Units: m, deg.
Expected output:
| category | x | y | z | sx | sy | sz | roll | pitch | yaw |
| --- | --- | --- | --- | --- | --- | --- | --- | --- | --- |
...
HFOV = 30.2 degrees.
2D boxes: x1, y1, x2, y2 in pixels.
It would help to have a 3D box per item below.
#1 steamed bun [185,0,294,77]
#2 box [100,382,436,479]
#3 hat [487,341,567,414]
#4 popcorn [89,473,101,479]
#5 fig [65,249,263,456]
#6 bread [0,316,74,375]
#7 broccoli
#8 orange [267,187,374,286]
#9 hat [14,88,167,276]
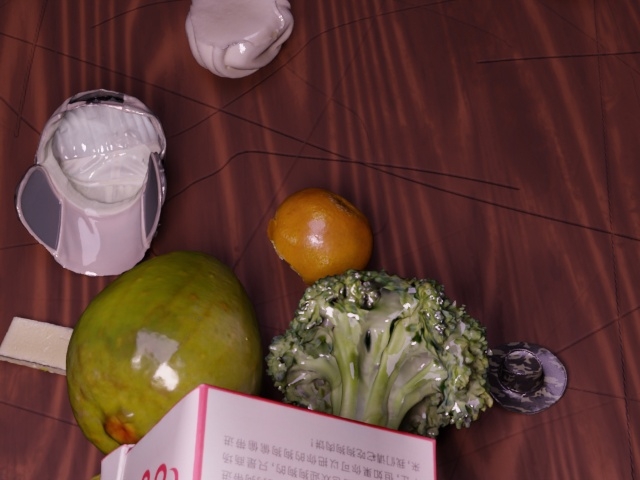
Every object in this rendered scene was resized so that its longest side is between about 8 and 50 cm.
| category | x | y | z | sx | sy | sz | roll | pitch | yaw |
| --- | --- | --- | --- | --- | --- | --- | --- | --- | --- |
| steamed bun | -0.134 | -0.342 | 1.935 | 0.182 | 0.106 | 0.183 | -4 | 56 | 6 |
| box | -0.067 | 0.370 | 1.307 | 0.314 | 0.300 | 0.312 | 17 | 54 | -23 |
| hat | 0.276 | 0.177 | 1.610 | 0.121 | 0.050 | 0.121 | 0 | 57 | 1 |
| popcorn | -0.242 | 0.352 | 1.504 | 0.145 | 0.126 | 0.126 | 34 | 91 | 5 |
| fig | -0.194 | 0.145 | 1.559 | 0.258 | 0.258 | 0.326 | 5 | 34 | 7 |
| bread | -0.380 | 0.154 | 1.686 | 0.153 | 0.028 | 0.068 | 10 | 59 | 12 |
| broccoli | 0.081 | 0.166 | 1.521 | 0.235 | 0.288 | 0.260 | 11 | 56 | -37 |
| orange | 0.000 | 0.000 | 1.691 | 0.154 | 0.154 | 0.134 | 35 | 108 | 23 |
| hat | -0.319 | -0.085 | 1.769 | 0.232 | 0.161 | 0.275 | -6 | 80 | 13 |
